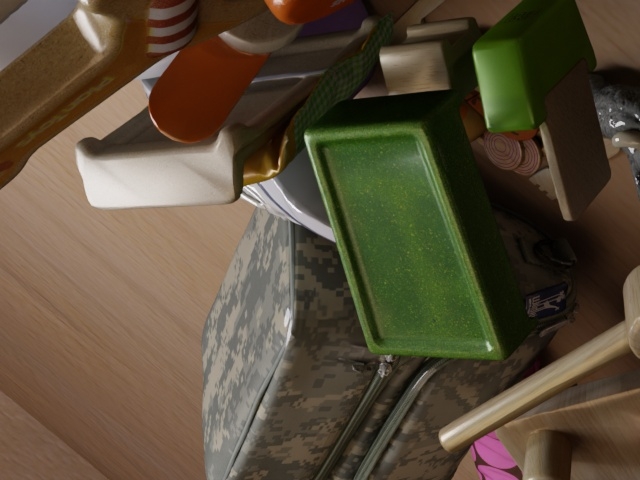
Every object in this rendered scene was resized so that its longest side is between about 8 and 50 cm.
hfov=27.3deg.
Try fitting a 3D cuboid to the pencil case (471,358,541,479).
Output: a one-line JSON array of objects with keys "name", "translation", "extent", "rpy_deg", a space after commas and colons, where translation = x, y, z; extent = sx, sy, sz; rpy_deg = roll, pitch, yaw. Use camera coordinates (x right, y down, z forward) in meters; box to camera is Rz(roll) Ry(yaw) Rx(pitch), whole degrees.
[{"name": "pencil case", "translation": [0.193, 0.184, 1.322], "extent": [0.098, 0.095, 0.209], "rpy_deg": [57, 173, 44]}]

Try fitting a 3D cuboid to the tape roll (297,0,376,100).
[{"name": "tape roll", "translation": [-0.053, -0.167, 1.060], "extent": [0.189, 0.080, 0.189], "rpy_deg": [33, 153, 20]}]

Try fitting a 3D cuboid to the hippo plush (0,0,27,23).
[{"name": "hippo plush", "translation": [-0.120, -0.277, 0.841], "extent": [0.236, 0.294, 0.234], "rpy_deg": [49, -168, 23]}]

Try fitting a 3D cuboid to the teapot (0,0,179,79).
[{"name": "teapot", "translation": [-0.221, -0.225, 0.969], "extent": [0.256, 0.187, 0.252], "rpy_deg": [30, -169, -28]}]

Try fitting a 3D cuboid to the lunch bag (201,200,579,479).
[{"name": "lunch bag", "translation": [0.052, 0.090, 1.137], "extent": [0.256, 0.212, 0.305], "rpy_deg": [8, 136, -17]}]

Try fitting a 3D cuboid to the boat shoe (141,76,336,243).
[{"name": "boat shoe", "translation": [-0.030, -0.061, 0.997], "extent": [0.267, 0.096, 0.088], "rpy_deg": [30, 156, 24]}]

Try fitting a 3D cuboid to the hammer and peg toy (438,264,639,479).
[{"name": "hammer and peg toy", "translation": [0.272, 0.155, 1.038], "extent": [0.266, 0.127, 0.361], "rpy_deg": [-21, 122, 29]}]

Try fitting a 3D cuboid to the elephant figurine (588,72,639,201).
[{"name": "elephant figurine", "translation": [0.267, -0.034, 0.839], "extent": [0.169, 0.186, 0.239], "rpy_deg": [8, 170, -14]}]

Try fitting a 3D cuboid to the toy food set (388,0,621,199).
[{"name": "toy food set", "translation": [0.126, -0.101, 1.000], "extent": [0.192, 0.038, 0.132], "rpy_deg": [40, 154, -4]}]

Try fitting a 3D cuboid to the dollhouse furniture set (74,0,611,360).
[{"name": "dollhouse furniture set", "translation": [0.016, -0.043, 0.864], "extent": [0.302, 0.197, 0.151], "rpy_deg": [-1, 120, 38]}]

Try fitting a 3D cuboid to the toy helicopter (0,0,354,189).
[{"name": "toy helicopter", "translation": [-0.094, -0.122, 0.725], "extent": [0.140, 0.355, 0.235], "rpy_deg": [58, -165, 6]}]
